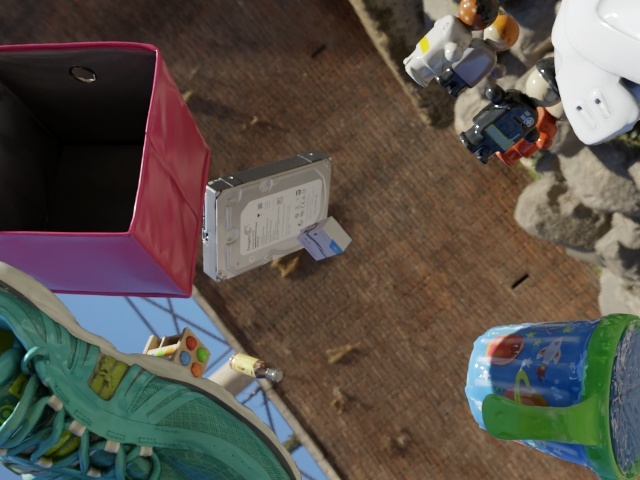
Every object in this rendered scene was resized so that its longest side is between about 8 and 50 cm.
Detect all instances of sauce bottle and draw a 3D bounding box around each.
[{"bbox_3d":[-0.142,0.281,1.396,0.128,0.042,0.042,10,163,34],"label":"sauce bottle"}]

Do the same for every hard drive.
[{"bbox_3d":[-0.119,-0.062,1.488,0.339,0.237,0.064,-21,-141,-37],"label":"hard drive"}]

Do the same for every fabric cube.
[{"bbox_3d":[-0.310,-0.080,0.858,0.258,0.254,0.259,75,-163,-69],"label":"fabric cube"}]

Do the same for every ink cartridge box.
[{"bbox_3d":[0.000,0.000,0.926,0.048,0.028,0.083,48,145,-15],"label":"ink cartridge box"}]

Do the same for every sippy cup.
[{"bbox_3d":[0.352,0.219,0.952,0.224,0.240,0.305,-1,149,42],"label":"sippy cup"}]

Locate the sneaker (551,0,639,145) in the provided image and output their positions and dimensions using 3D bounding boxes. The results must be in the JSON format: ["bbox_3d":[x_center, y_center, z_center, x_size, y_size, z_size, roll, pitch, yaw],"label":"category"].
[{"bbox_3d":[0.298,-0.132,0.436,0.210,0.137,0.366,92,155,-50],"label":"sneaker"}]

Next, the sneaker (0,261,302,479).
[{"bbox_3d":[-0.138,0.096,0.334,0.275,0.107,0.110,28,171,4],"label":"sneaker"}]

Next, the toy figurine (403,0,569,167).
[{"bbox_3d":[0.235,-0.212,0.829,0.213,0.148,0.209,-5,-122,-58],"label":"toy figurine"}]

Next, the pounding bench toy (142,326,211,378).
[{"bbox_3d":[-0.165,0.154,0.768,0.083,0.065,0.052,57,-151,-34],"label":"pounding bench toy"}]
